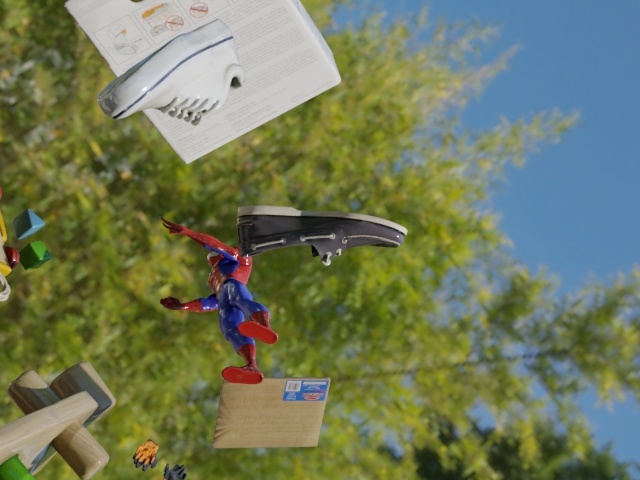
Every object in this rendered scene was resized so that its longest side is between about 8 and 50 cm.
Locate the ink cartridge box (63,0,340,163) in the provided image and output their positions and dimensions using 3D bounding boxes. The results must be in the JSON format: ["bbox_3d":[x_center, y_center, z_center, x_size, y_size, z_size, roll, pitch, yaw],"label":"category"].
[{"bbox_3d":[-0.185,-0.333,2.235,0.385,0.308,0.091,54,14,-42],"label":"ink cartridge box"}]

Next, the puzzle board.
[{"bbox_3d":[-0.057,0.198,1.606,0.011,0.128,0.096,-120,-144,-58],"label":"puzzle board"}]

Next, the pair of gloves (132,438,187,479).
[{"bbox_3d":[-0.233,0.326,2.016,0.083,0.010,0.074,39,22,1],"label":"pair of gloves"}]

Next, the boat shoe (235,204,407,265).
[{"bbox_3d":[0.000,0.000,1.666,0.075,0.206,0.065,100,-4,-79],"label":"boat shoe"}]

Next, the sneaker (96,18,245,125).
[{"bbox_3d":[-0.148,-0.172,1.518,0.094,0.258,0.091,-29,-82,32],"label":"sneaker"}]

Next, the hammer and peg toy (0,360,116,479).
[{"bbox_3d":[-0.336,0.256,1.383,0.127,0.266,0.361,47,20,10],"label":"hammer and peg toy"}]

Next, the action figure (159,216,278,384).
[{"bbox_3d":[-0.138,0.063,1.663,0.139,0.091,0.280,18,18,-15],"label":"action figure"}]

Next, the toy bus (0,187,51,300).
[{"bbox_3d":[-0.431,-0.007,1.625,0.191,0.104,0.202,51,20,-8],"label":"toy bus"}]
